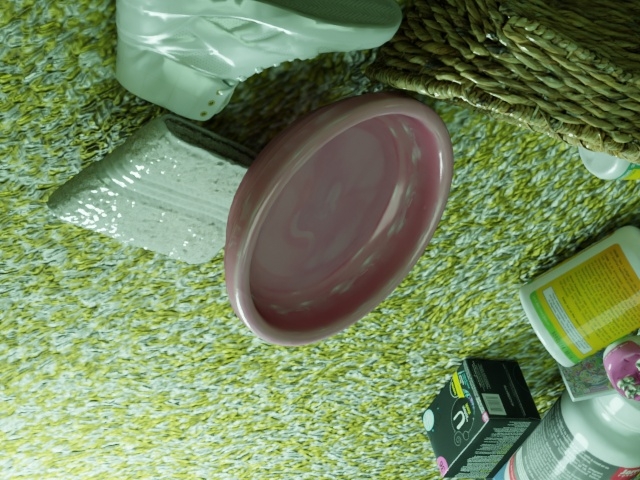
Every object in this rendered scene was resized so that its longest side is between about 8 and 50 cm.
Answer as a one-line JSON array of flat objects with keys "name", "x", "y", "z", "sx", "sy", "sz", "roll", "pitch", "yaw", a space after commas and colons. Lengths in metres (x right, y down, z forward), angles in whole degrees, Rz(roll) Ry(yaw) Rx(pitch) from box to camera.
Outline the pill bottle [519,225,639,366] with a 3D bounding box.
[{"name": "pill bottle", "x": 0.419, "y": 0.064, "z": 1.715, "sx": 0.246, "sy": 0.136, "sz": 0.136, "roll": -33, "pitch": 137, "yaw": 17}]

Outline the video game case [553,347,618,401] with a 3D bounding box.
[{"name": "video game case", "x": 0.406, "y": 0.188, "z": 1.860, "sx": 0.087, "sy": 0.122, "sz": 0.011, "roll": -9, "pitch": 139, "yaw": -9}]

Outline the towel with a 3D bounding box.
[{"name": "towel", "x": -0.158, "y": -0.049, "z": 1.400, "sx": 0.187, "sy": 0.049, "sz": 0.282, "roll": -33, "pitch": 153, "yaw": 23}]

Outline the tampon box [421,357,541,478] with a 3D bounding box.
[{"name": "tampon box", "x": 0.250, "y": 0.281, "z": 1.911, "sx": 0.101, "sy": 0.120, "sz": 0.161, "roll": 7, "pitch": 134, "yaw": -26}]

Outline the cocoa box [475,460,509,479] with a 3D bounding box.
[{"name": "cocoa box", "x": 0.402, "y": 0.583, "z": 2.126, "sx": 0.232, "sy": 0.347, "sz": 0.228, "roll": 1, "pitch": 136, "yaw": -21}]

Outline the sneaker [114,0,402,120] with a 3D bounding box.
[{"name": "sneaker", "x": -0.072, "y": -0.207, "z": 1.280, "sx": 0.293, "sy": 0.108, "sz": 0.169, "roll": 5, "pitch": 137, "yaw": -10}]

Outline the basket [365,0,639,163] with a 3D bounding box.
[{"name": "basket", "x": 0.240, "y": -0.166, "z": 1.339, "sx": 0.299, "sy": 0.213, "sz": 0.223, "roll": 14, "pitch": 130, "yaw": -31}]

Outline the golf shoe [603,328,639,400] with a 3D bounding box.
[{"name": "golf shoe", "x": 0.513, "y": 0.169, "z": 1.847, "sx": 0.306, "sy": 0.140, "sz": 0.115, "roll": 13, "pitch": 130, "yaw": -43}]

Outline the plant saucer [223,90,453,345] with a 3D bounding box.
[{"name": "plant saucer", "x": 0.012, "y": -0.033, "z": 1.423, "sx": 0.332, "sy": 0.084, "sz": 0.332, "roll": -30, "pitch": 140, "yaw": -28}]

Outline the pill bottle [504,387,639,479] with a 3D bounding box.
[{"name": "pill bottle", "x": 0.447, "y": 0.329, "z": 1.990, "sx": 0.176, "sy": 0.176, "sz": 0.318, "roll": 5, "pitch": 135, "yaw": -24}]

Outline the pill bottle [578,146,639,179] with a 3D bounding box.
[{"name": "pill bottle", "x": 0.440, "y": -0.133, "z": 1.518, "sx": 0.209, "sy": 0.117, "sz": 0.117, "roll": -1, "pitch": 137, "yaw": -19}]
